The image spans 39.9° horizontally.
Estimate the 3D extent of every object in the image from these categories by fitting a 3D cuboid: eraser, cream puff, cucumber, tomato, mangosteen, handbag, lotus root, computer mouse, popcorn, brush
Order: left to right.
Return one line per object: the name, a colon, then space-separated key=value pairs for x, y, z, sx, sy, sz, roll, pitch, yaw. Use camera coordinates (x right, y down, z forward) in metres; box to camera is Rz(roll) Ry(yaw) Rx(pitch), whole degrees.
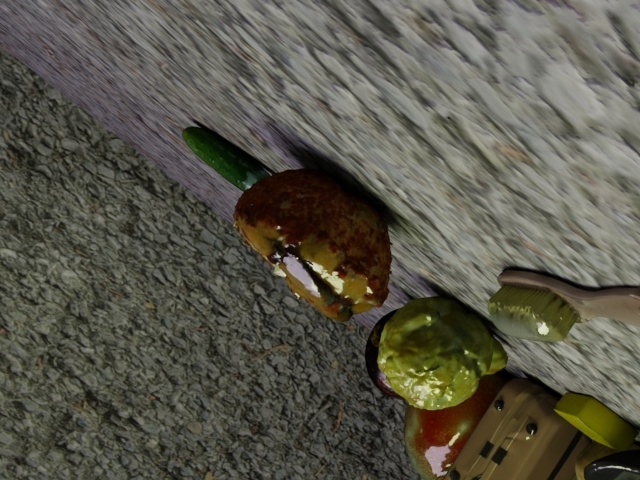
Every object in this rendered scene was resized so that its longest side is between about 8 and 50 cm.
cucumber: x=-0.149 y=-0.131 z=1.499 sx=0.250 sy=0.056 sz=0.056 roll=35 pitch=174 yaw=22
cream puff: x=0.000 y=0.000 z=1.174 sx=0.240 sy=0.164 sz=0.240 roll=51 pitch=175 yaw=6
mangosteen: x=0.199 y=0.230 z=1.735 sx=0.217 sy=0.192 sz=0.192 roll=15 pitch=163 yaw=31
popcorn: x=0.203 y=0.187 z=1.444 sx=0.212 sy=0.198 sz=0.198 roll=-1 pitch=-163 yaw=-34
tomato: x=0.318 y=0.384 z=1.887 sx=0.303 sy=0.303 sz=0.239 roll=43 pitch=-173 yaw=-46
handbag: x=0.388 y=0.435 z=1.686 sx=0.149 sy=0.302 sz=0.283 roll=30 pitch=177 yaw=42
brush: x=0.243 y=0.076 z=0.865 sx=0.072 sy=0.067 sz=0.313 roll=38 pitch=171 yaw=-10
eraser: x=0.448 y=0.294 z=1.443 sx=0.097 sy=0.045 sz=0.122 roll=36 pitch=175 yaw=1
lotus root: x=0.528 y=0.423 z=1.538 sx=0.154 sy=0.140 sz=0.257 roll=43 pitch=179 yaw=-1
computer mouse: x=0.541 y=0.377 z=1.348 sx=0.264 sy=0.088 sz=0.147 roll=28 pitch=149 yaw=6

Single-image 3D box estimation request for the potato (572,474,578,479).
potato: x=0.583 y=0.511 z=1.818 sx=0.174 sy=0.159 sz=0.251 roll=9 pitch=156 yaw=17
